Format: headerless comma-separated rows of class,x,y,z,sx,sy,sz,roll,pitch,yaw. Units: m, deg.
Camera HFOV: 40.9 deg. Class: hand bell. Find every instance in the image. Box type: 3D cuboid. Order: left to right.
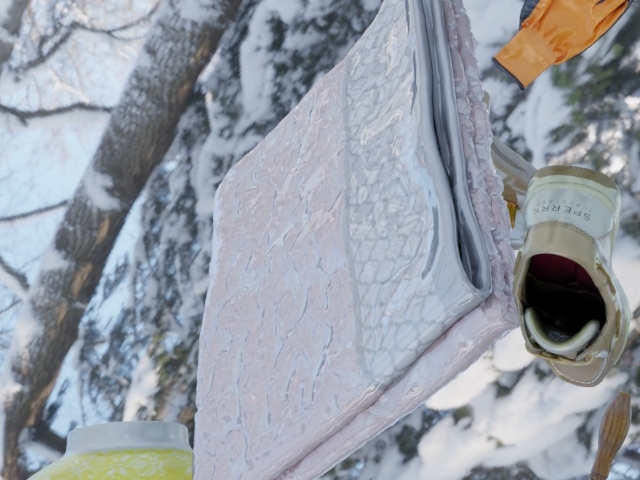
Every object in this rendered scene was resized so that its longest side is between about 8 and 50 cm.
hand bell,0.397,0.331,1.216,0.126,0.242,0.126,23,166,6

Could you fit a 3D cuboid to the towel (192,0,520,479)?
towel,0.000,0.000,0.614,0.053,0.317,0.331,24,-137,-25

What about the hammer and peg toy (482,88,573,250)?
hammer and peg toy,0.080,-0.034,0.903,0.266,0.361,0.127,26,-112,-43

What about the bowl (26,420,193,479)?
bowl,-0.182,0.257,0.810,0.290,0.290,0.155,14,-117,-41

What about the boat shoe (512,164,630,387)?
boat shoe,0.103,0.028,0.365,0.050,0.135,0.045,7,-127,28

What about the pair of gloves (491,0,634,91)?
pair of gloves,0.087,-0.113,0.355,0.083,0.074,0.010,48,-162,-6
